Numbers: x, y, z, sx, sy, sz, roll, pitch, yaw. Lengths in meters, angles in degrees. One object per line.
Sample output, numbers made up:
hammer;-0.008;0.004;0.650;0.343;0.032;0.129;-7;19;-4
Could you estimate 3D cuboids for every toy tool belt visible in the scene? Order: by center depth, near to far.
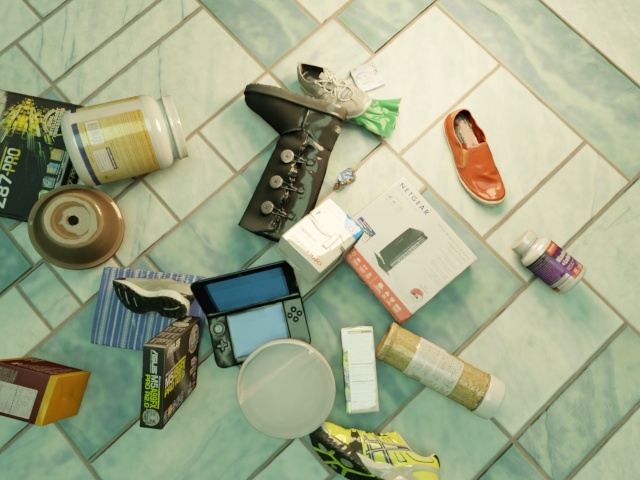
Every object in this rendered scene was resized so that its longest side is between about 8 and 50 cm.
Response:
toy tool belt;0.076;-0.195;1.544;0.083;0.051;0.052;-37;81;-5

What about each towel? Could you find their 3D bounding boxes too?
towel;-0.513;0.213;1.493;0.336;0.040;0.243;7;82;4

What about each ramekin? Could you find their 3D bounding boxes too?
ramekin;-0.094;0.397;1.375;0.273;0.127;0.273;0;94;-1

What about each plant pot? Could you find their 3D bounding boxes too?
plant pot;-0.698;-0.048;1.401;0.263;0.229;0.263;2;85;-22

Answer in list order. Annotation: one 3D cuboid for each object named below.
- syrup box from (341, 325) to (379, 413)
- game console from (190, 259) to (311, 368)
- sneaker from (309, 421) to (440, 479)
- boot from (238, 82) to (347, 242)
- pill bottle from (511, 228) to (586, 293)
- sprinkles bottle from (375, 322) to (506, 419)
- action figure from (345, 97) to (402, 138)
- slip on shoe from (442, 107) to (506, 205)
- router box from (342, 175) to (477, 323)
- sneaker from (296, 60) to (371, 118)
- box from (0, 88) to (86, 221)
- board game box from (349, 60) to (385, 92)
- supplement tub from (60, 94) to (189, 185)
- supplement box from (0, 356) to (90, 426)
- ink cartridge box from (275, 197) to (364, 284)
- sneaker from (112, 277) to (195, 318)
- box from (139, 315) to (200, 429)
syrup box;0.111;0.367;1.416;0.096;0.093;0.237;-4;79;1
game console;-0.194;0.217;1.411;0.293;0.173;0.250;-14;79;-1
sneaker;0.148;0.597;1.371;0.385;0.145;0.147;26;50;8
boot;-0.148;-0.233;1.520;0.367;0.146;0.445;20;94;26
pill bottle;0.668;0.058;1.455;0.193;0.108;0.108;41;83;8
sprinkles bottle;0.336;0.367;1.397;0.355;0.121;0.121;28;81;6
action figure;0.132;-0.413;1.579;0.232;0.063;0.137;16;81;11
slip on shoe;0.478;-0.260;1.524;0.123;0.101;0.331;-20;81;-4
router box;0.240;0.028;1.483;0.301;0.082;0.335;-40;81;-6
sneaker;0.028;-0.470;1.528;0.281;0.115;0.105;30;85;24
box;-0.926;-0.258;1.554;0.318;0.097;0.395;12;82;4
board game box;0.154;-0.537;1.623;0.090;0.020;0.090;-22;79;-3
supplement tub;-0.577;-0.306;1.475;0.316;0.228;0.228;-17;79;-14
supplement box;-0.797;0.415;1.376;0.194;0.191;0.129;13;80;3
ink cartridge box;0.000;0.000;1.371;0.148;0.086;0.203;43;57;7
sneaker;-0.486;0.155;1.441;0.271;0.108;0.100;9;124;17
box;-0.396;0.341;1.318;0.060;0.270;0.216;6;97;3
